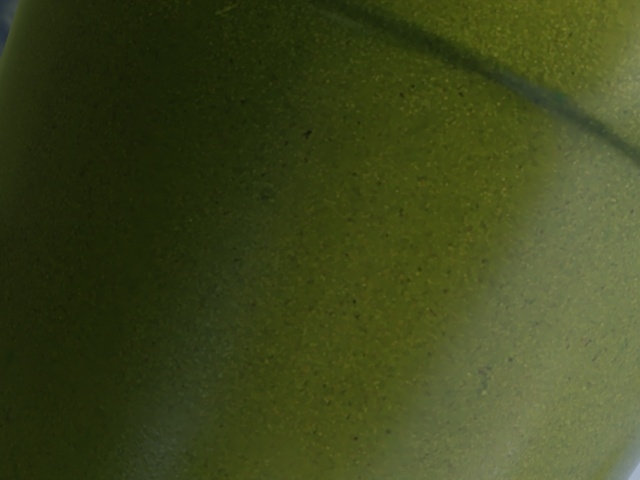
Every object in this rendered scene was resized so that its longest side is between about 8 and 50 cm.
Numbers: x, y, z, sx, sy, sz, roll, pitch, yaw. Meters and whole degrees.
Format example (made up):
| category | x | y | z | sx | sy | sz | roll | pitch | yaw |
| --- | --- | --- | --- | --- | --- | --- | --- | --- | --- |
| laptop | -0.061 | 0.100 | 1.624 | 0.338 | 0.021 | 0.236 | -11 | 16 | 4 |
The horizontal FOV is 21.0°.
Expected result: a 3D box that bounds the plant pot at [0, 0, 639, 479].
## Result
| category | x | y | z | sx | sy | sz | roll | pitch | yaw |
| --- | --- | --- | --- | --- | --- | --- | --- | --- | --- |
| plant pot | -0.015 | 0.045 | 0.739 | 0.353 | 0.366 | 0.366 | -65 | -159 | -8 |
